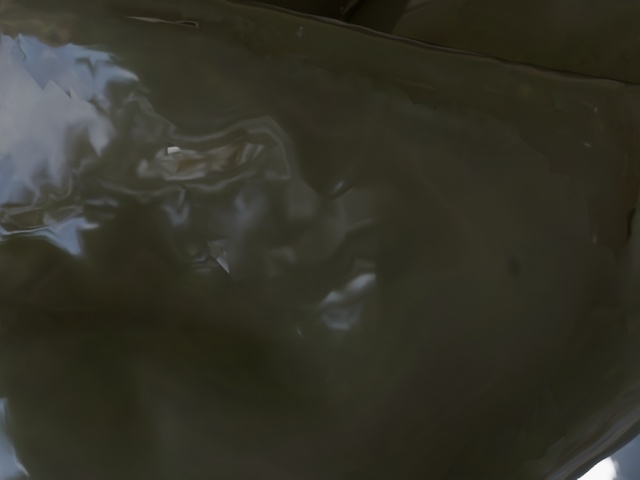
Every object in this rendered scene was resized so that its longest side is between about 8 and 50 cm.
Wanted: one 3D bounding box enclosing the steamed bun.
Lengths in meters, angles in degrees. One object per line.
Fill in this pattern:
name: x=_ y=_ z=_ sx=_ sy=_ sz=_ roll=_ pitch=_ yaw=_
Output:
steamed bun: x=-0.012 y=-0.030 z=0.535 sx=0.342 sy=0.368 sz=0.255 roll=133 pitch=113 yaw=-86
